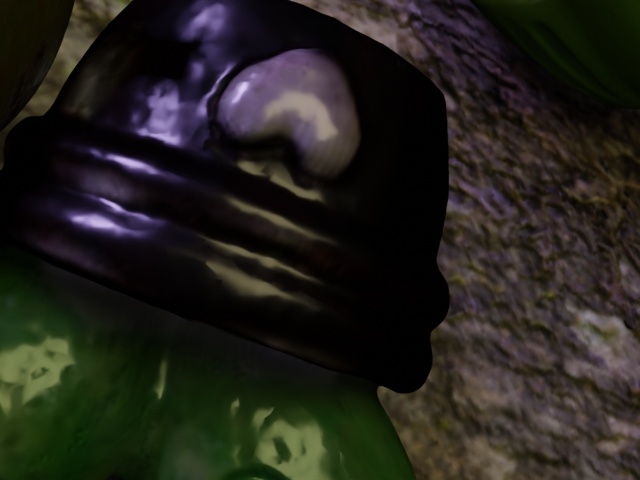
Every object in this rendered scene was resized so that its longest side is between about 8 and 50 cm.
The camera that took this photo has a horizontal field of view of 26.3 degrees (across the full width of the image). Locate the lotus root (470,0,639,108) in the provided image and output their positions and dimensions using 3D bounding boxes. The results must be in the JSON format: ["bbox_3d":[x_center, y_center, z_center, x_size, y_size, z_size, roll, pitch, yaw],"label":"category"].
[{"bbox_3d":[0.174,-0.134,0.724,0.186,0.186,0.186,14,63,-28],"label":"lotus root"}]

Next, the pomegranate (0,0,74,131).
[{"bbox_3d":[-0.155,-0.123,0.468,0.179,0.210,0.179,33,15,-10],"label":"pomegranate"}]

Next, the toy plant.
[{"bbox_3d":[-0.040,0.037,0.504,0.218,0.175,0.235,23,86,-16],"label":"toy plant"}]
